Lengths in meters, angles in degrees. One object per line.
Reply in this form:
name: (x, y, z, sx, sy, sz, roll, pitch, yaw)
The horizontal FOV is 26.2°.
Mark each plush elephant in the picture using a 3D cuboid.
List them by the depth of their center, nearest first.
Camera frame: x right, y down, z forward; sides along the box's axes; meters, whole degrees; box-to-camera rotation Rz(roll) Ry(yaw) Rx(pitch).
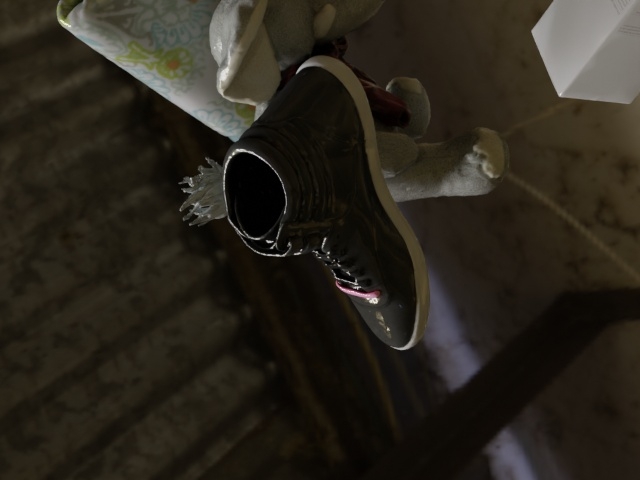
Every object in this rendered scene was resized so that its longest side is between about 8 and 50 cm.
plush elephant: (-0.007, -0.173, 1.407, 0.329, 0.272, 0.255, -13, -66, -6)

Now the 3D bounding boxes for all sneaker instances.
sneaker: (0.000, 0.000, 1.217, 0.147, 0.104, 0.296, -40, -57, -34)

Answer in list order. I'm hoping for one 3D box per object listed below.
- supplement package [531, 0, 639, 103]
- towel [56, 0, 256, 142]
supplement package: (0.330, -0.247, 1.504, 0.105, 0.179, 0.105, 2, -125, -28)
towel: (-0.086, -0.327, 1.552, 0.320, 0.090, 0.374, 33, -89, -46)
